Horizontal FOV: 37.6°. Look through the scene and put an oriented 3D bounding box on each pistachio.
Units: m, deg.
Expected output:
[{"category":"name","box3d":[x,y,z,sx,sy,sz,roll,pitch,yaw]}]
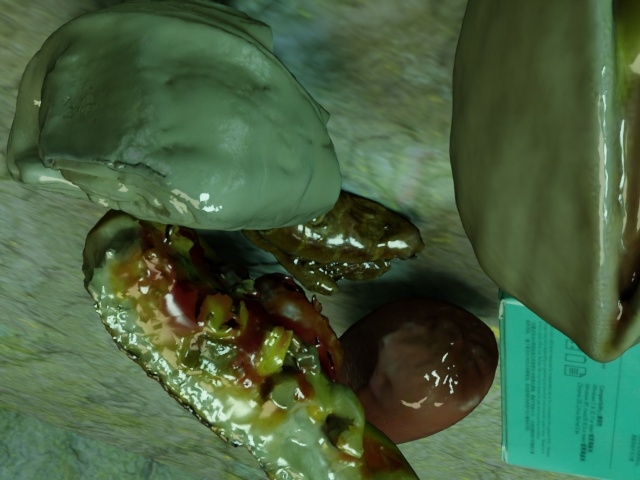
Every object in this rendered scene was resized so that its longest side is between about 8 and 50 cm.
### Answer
[{"category":"pistachio","box3d":[0.148,-0.054,0.483,0.166,0.197,0.288,3,142,14]}]

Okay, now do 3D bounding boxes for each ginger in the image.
[{"category":"ginger","box3d":[0.000,0.000,0.807,0.162,0.073,0.103,20,155,-14]}]

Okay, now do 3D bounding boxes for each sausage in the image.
[{"category":"sausage","box3d":[0.083,0.138,0.965,0.148,0.148,0.254,22,148,-15]}]

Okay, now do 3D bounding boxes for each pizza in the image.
[{"category":"pizza","box3d":[-0.018,0.127,0.817,0.406,0.130,0.440,46,178,9]}]

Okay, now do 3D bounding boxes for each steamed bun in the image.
[{"category":"steamed bun","box3d":[-0.093,-0.087,0.610,0.211,0.144,0.218,11,-175,32]}]

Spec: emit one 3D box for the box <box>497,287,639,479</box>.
[{"category":"box","box3d":[0.300,0.095,0.732,0.311,0.118,0.205,5,133,19]}]
